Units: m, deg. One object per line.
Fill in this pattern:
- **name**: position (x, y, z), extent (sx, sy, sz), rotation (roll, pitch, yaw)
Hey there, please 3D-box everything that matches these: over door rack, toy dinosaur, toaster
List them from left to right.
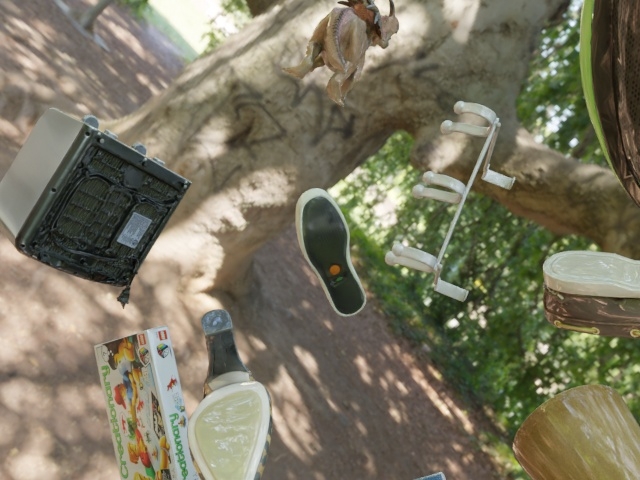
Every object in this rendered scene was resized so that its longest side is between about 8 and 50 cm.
- **toaster**: position (-0.270, -0.041, 0.833), extent (0.110, 0.186, 0.168), rotation (32, 2, 39)
- **toy dinosaur**: position (0.043, -0.346, 1.203), extent (0.127, 0.200, 0.296), rotation (33, 13, 0)
- **over door rack**: position (0.200, -0.049, 1.098), extent (0.108, 0.240, 0.324), rotation (22, -5, 23)

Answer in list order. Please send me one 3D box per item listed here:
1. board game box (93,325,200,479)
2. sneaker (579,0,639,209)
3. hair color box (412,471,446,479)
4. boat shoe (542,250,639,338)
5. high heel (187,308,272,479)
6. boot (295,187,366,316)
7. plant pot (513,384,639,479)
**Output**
- **board game box**: position (-0.326, 0.326, 1.329), extent (0.053, 0.193, 0.305), rotation (-6, 80, -48)
- **sneaker**: position (0.229, 0.037, 0.257), extent (0.202, 0.185, 0.483), rotation (-25, 101, -84)
- **hair color box**: position (0.176, 0.513, 0.943), extent (0.174, 0.105, 0.347), rotation (63, 11, -48)
- **boat shoe**: position (0.455, 0.089, 0.922), extent (0.116, 0.324, 0.097), rotation (-46, 136, -51)
- **high heel**: position (-0.098, 0.233, 0.832), extent (0.261, 0.093, 0.186), rotation (-104, -172, -46)
- **boot**: position (0.000, 0.000, 1.294), extent (0.176, 0.088, 0.244), rotation (-123, -167, -63)
- **plant pot**: position (0.512, 0.433, 1.279), extent (0.237, 0.237, 0.254), rotation (41, 14, -34)
